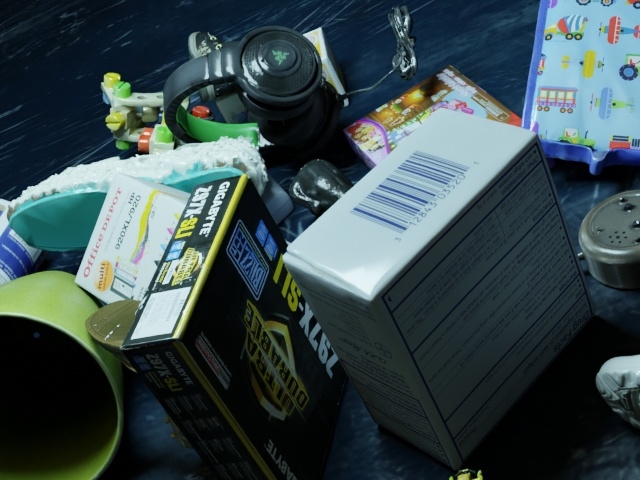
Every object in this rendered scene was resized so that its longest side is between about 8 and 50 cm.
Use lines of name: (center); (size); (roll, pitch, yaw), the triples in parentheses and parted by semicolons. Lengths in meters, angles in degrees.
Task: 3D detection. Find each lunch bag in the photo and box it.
lunch bag: (0.391, -0.211, 1.536); (0.221, 0.138, 0.293); (8, 55, 12)

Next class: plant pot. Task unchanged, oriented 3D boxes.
plant pot: (-0.382, 0.161, 1.536); (0.275, 0.274, 0.293); (-23, 20, 8)

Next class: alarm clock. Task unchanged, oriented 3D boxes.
alarm clock: (0.360, 0.001, 1.379); (0.192, 0.064, 0.129); (-23, 36, 13)

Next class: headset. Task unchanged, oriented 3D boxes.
headset: (-0.047, -0.247, 1.740); (0.394, 0.243, 0.185); (-9, 67, 12)

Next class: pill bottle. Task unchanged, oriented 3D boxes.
pill bottle: (-0.556, 0.069, 1.820); (0.153, 0.153, 0.264); (-6, 40, 28)

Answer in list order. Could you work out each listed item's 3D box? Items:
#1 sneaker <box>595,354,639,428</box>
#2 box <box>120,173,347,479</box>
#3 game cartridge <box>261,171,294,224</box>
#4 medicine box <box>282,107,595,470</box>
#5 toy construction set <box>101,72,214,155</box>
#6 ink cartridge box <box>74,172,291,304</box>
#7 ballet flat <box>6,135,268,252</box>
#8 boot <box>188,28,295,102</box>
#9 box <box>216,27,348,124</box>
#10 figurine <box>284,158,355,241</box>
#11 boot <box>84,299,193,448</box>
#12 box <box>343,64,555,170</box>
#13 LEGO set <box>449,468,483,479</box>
sneaker: (0.403, 0.141, 1.166); (0.232, 0.090, 0.115); (4, 39, 24)
box: (-0.079, 0.128, 1.285); (0.079, 0.322, 0.257); (-11, 38, 24)
game cartridge: (-0.195, -0.017, 1.778); (0.294, 0.060, 0.196); (-33, 40, -7)
medicine box: (0.142, 0.052, 1.260); (0.263, 0.289, 0.149); (-43, 40, -21)
toy construction set: (-0.293, -0.164, 1.926); (0.215, 0.151, 0.327); (7, 45, -1)
ink cartridge box: (-0.181, 0.034, 1.535); (0.233, 0.168, 0.171); (25, 94, 43)
ballet flat: (-0.270, -0.077, 1.746); (0.409, 0.147, 0.147); (-9, 39, 11)
boot: (-0.124, -0.305, 1.890); (0.179, 0.085, 0.236); (-15, 27, 0)
box: (-0.066, -0.261, 1.948); (0.203, 0.103, 0.114); (-20, 37, 11)
figurine: (0.000, 0.000, 1.602); (0.215, 0.092, 0.209); (-41, 41, -16)
boot: (-0.189, 0.164, 1.376); (0.213, 0.165, 0.077); (16, 47, 44)
box: (0.180, -0.138, 1.671); (0.201, 0.057, 0.293); (-32, 36, -5)
LEGO set: (0.039, 0.324, 1.073); (0.331, 0.192, 0.255); (-11, 39, 23)
